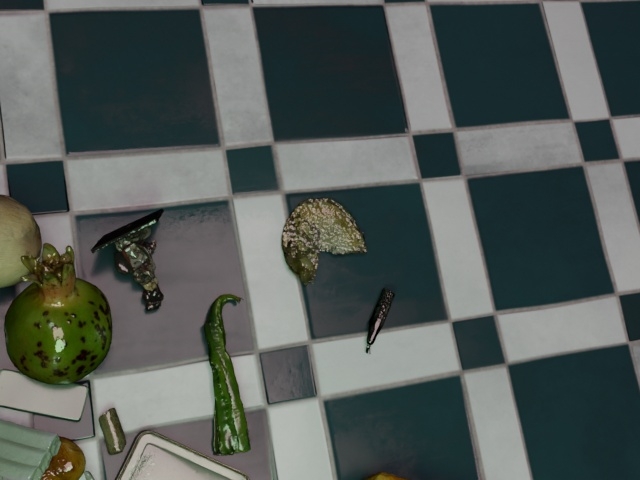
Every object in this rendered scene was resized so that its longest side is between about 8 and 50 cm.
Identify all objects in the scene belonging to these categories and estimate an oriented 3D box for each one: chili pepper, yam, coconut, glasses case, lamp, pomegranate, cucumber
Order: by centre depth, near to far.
[{"bbox_3d":[-0.532,0.163,1.601,0.230,0.286,0.231,1,60,-1],"label":"pomegranate"},{"bbox_3d":[-0.694,0.001,1.645,0.224,0.224,0.224,4,75,-16],"label":"coconut"},{"bbox_3d":[-0.585,0.324,1.675,0.184,0.039,0.078,15,72,-13],"label":"glasses case"},{"bbox_3d":[-0.316,0.570,1.689,0.269,0.047,0.267,27,70,-8],"label":"lamp"},{"bbox_3d":[-0.440,0.405,1.697,0.043,0.043,0.094,-19,81,-20],"label":"yam"},{"bbox_3d":[-0.209,0.293,1.784,0.084,0.076,0.359,-7,77,8],"label":"chili pepper"},{"bbox_3d":[0.137,0.192,1.930,0.039,0.043,0.163,14,66,27],"label":"cucumber"}]

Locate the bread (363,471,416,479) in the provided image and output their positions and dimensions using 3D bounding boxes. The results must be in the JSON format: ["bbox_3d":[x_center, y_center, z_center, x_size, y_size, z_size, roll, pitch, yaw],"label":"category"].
[{"bbox_3d":[0.214,0.621,1.775,0.294,0.167,0.132,24,47,-8],"label":"bread"}]

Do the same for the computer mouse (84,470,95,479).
[{"bbox_3d":[-0.387,0.632,1.589,0.167,0.090,0.379,-26,86,-18],"label":"computer mouse"}]

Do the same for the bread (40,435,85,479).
[{"bbox_3d":[-0.636,0.501,1.591,0.344,0.084,0.124,-25,55,-20],"label":"bread"}]

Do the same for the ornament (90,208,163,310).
[{"bbox_3d":[-0.381,0.055,1.764,0.153,0.166,0.196,-23,103,0],"label":"ornament"}]

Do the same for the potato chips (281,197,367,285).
[{"bbox_3d":[-0.001,0.001,1.944,0.202,0.029,0.220,46,66,-1],"label":"potato chips"}]

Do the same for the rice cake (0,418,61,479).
[{"bbox_3d":[-0.647,0.410,1.584,0.237,0.043,0.127,16,51,10],"label":"rice cake"}]
